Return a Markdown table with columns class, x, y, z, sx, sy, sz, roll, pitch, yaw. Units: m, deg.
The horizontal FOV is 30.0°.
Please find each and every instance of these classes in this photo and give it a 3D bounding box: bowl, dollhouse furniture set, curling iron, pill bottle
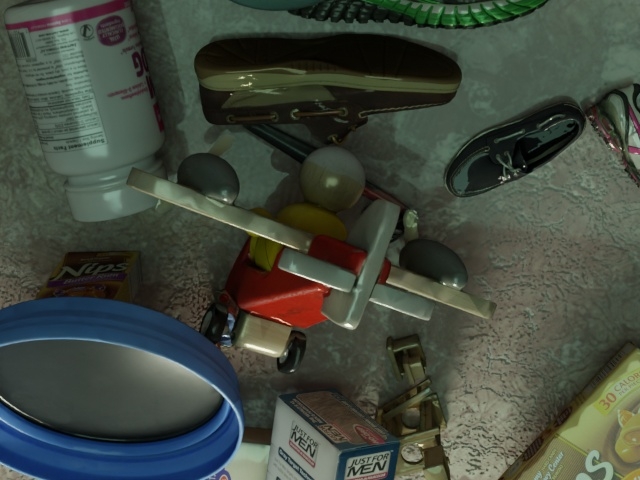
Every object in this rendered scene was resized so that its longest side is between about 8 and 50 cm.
| class | x | y | z | sx | sy | sz | roll | pitch | yaw |
| --- | --- | --- | --- | --- | --- | --- | --- | --- | --- |
| bowl | -0.291 | 0.207 | 1.565 | 0.391 | 0.077 | 0.391 | 3 | 141 | 2 |
| dollhouse furniture set | 0.106 | 0.241 | 1.636 | 0.101 | 0.182 | 0.161 | -16 | 107 | 9 |
| curling iron | 0.010 | -0.084 | 1.614 | 0.274 | 0.035 | 0.068 | 35 | 107 | -8 |
| pill bottle | -0.292 | -0.178 | 1.540 | 0.160 | 0.160 | 0.283 | -10 | 108 | 7 |

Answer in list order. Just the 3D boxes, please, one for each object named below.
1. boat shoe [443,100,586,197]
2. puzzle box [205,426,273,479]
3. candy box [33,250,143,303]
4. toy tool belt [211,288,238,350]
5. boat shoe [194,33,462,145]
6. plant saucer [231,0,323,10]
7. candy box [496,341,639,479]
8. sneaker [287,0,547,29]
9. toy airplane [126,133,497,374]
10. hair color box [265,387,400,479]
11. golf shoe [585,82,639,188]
| class | x | y | z | sx | sy | sz | roll | pitch | yaw |
| --- | --- | --- | --- | --- | --- | --- | --- | --- | --- |
| boat shoe | 0.254 | -0.116 | 1.570 | 0.206 | 0.065 | 0.075 | -29 | 104 | 13 |
| puzzle box | -0.180 | 0.465 | 1.800 | 0.272 | 0.052 | 0.409 | 7 | 108 | 2 |
| candy box | -0.312 | 0.071 | 1.609 | 0.109 | 0.187 | 0.053 | -1 | 110 | 4 |
| toy tool belt | -0.137 | 0.115 | 1.682 | 0.052 | 0.051 | 0.083 | 3 | 108 | 3 |
| boat shoe | 0.010 | -0.188 | 1.547 | 0.342 | 0.123 | 0.123 | 0 | 125 | 2 |
| plant saucer | -0.053 | -0.440 | 1.441 | 0.317 | 0.043 | 0.318 | 0 | 91 | 18 |
| candy box | 0.391 | 0.317 | 1.647 | 0.183 | 0.087 | 0.316 | 42 | 96 | 4 |
| sneaker | 0.125 | -0.338 | 1.471 | 0.343 | 0.134 | 0.146 | 5 | 108 | 3 |
| toy airplane | 0.000 | 0.000 | 1.472 | 0.384 | 0.386 | 0.272 | 5 | 69 | 23 |
| hair color box | 0.001 | 0.401 | 1.661 | 0.105 | 0.174 | 0.347 | -4 | 111 | -32 |
| golf shoe | 0.429 | -0.117 | 1.556 | 0.086 | 0.067 | 0.186 | -35 | 102 | 13 |
